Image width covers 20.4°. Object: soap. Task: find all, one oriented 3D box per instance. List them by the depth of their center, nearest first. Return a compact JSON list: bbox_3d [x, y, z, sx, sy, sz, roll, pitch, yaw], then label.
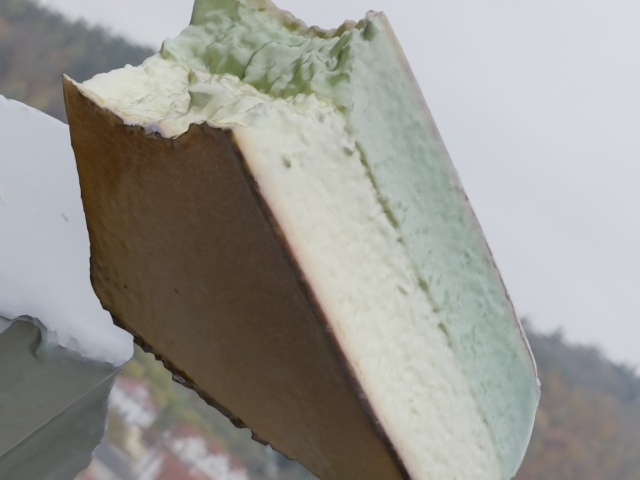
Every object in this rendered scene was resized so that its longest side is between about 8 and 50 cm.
[{"bbox_3d":[-0.355,0.081,1.275,0.350,0.435,0.213,23,42,-39],"label":"soap"}]

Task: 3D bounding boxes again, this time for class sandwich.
[{"bbox_3d":[0.000,0.000,0.765,0.220,0.108,0.186,35,-34,27],"label":"sandwich"}]
